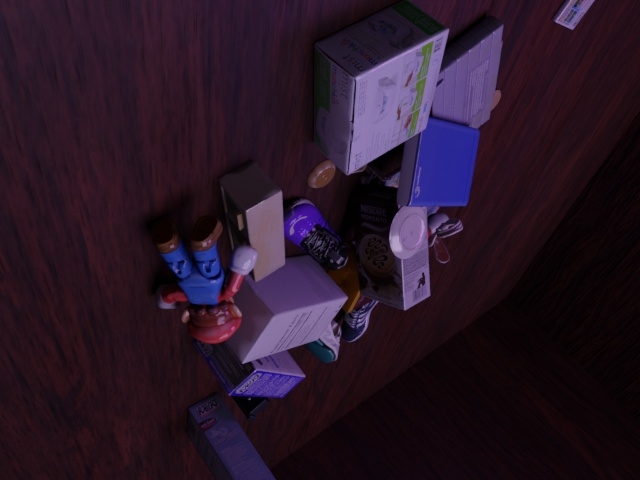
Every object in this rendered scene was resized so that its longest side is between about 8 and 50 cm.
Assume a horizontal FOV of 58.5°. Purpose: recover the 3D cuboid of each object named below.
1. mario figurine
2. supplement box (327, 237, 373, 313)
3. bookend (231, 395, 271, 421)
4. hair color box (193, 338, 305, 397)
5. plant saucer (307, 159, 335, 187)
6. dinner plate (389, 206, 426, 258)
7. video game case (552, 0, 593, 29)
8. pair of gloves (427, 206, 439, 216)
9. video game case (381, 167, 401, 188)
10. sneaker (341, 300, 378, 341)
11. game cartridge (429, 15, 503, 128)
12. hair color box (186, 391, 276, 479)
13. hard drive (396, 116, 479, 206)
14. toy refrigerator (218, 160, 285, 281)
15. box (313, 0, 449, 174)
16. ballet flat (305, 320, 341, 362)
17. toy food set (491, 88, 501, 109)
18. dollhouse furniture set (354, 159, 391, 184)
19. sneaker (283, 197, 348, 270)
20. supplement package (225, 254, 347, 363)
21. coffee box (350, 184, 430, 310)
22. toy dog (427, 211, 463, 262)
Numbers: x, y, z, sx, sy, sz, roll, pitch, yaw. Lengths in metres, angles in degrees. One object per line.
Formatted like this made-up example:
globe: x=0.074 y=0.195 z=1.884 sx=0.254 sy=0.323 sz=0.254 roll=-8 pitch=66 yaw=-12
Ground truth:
mario figurine: x=-0.242 y=0.072 z=1.177 sx=0.170 sy=0.198 sz=0.320 roll=-45 pitch=147 yaw=-34
supplement box: x=0.140 y=0.090 z=1.762 sx=0.194 sy=0.129 sz=0.191 roll=-20 pitch=146 yaw=-38
bookend: x=-0.203 y=0.459 z=1.809 sx=0.156 sy=0.157 sz=0.072 roll=-39 pitch=155 yaw=-6
hair color box: x=-0.190 y=0.336 z=1.606 sx=0.110 sy=0.185 sz=0.339 roll=-43 pitch=154 yaw=3
plant saucer: x=0.007 y=-0.151 z=1.333 sx=0.083 sy=0.015 sz=0.083 roll=-33 pitch=152 yaw=-20
dinner plate: x=0.223 y=-0.021 z=1.420 sx=0.141 sy=0.017 sz=0.141 roll=-12 pitch=110 yaw=-38
video game case: x=0.708 y=-0.657 z=1.551 sx=0.143 sy=0.019 sz=0.157 roll=-10 pitch=140 yaw=-48
pair of gloves: x=0.369 y=-0.137 z=1.865 sx=0.159 sy=0.023 sz=0.198 roll=-18 pitch=146 yaw=-45
video game case: x=0.236 y=-0.172 z=1.627 sx=0.166 sy=0.015 sz=0.119 roll=-32 pitch=152 yaw=-23
sneaker: x=0.118 y=0.252 z=2.012 sx=0.153 sy=0.099 sz=0.282 roll=-11 pitch=133 yaw=-56
game cartridge: x=0.349 y=-0.368 z=1.441 sx=0.230 sy=0.068 sz=0.355 roll=-42 pitch=155 yaw=-11
hair color box: x=-0.280 y=0.687 z=1.796 sx=0.114 sy=0.374 sz=0.185 roll=-24 pitch=149 yaw=-33
hard drive: x=0.302 y=-0.191 z=1.431 sx=0.319 sy=0.040 sz=0.210 roll=-5 pitch=106 yaw=-52
toy refrigerator: x=-0.143 y=-0.030 z=1.206 sx=0.094 sy=0.102 sz=0.269 roll=-32 pitch=153 yaw=-22
box: x=0.111 y=-0.294 z=1.131 sx=0.231 sy=0.127 sz=0.262 roll=-32 pitch=153 yaw=-19
ballet flat: x=0.011 y=0.310 z=1.942 sx=0.139 sy=0.139 sz=0.400 roll=-38 pitch=153 yaw=-10
toy food set: x=0.480 y=-0.394 z=1.628 sx=0.083 sy=0.020 sz=0.082 roll=-37 pitch=154 yaw=-13
dollhouse furniture set: x=0.114 y=-0.153 z=1.404 sx=0.114 sy=0.081 sz=0.091 roll=-17 pitch=144 yaw=-42
sneaker: x=0.001 y=-0.001 z=1.404 sx=0.102 sy=0.146 sz=0.293 roll=-45 pitch=155 yaw=4
supplement package: x=-0.109 y=0.166 z=1.467 sx=0.293 sy=0.177 sz=0.175 roll=-5 pitch=136 yaw=-51
coffee box: x=0.188 y=0.014 z=1.524 sx=0.119 sy=0.168 sz=0.297 roll=-23 pitch=116 yaw=-37
toy dog: x=0.336 y=0.057 z=1.919 sx=0.334 sy=0.220 sz=0.161 roll=-32 pitch=111 yaw=-7
